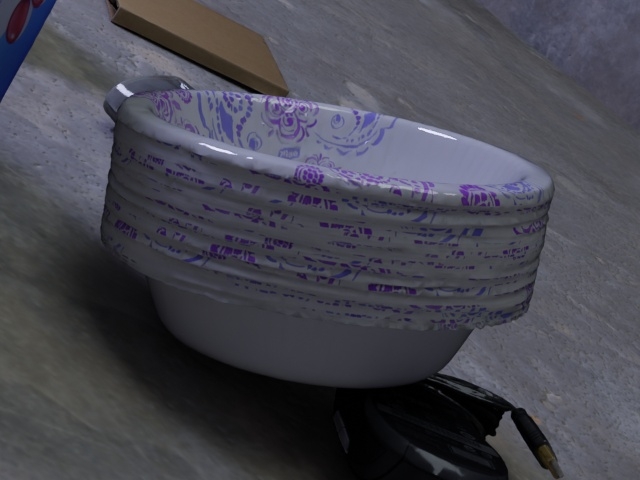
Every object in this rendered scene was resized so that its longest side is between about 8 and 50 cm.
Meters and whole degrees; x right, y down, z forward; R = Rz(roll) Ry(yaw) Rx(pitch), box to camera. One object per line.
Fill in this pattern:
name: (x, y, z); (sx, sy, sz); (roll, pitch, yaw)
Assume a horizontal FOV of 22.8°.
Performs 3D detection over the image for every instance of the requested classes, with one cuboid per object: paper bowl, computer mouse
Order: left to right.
paper bowl: (0.000, 0.000, 1.032); (0.284, 0.148, 0.284); (10, 12, -2)
computer mouse: (0.084, 0.141, 1.047); (0.184, 0.060, 0.262); (23, 9, -17)

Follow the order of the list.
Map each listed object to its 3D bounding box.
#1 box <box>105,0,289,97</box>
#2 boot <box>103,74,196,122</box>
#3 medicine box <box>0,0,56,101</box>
box: (-0.135, -0.222, 1.665); (0.201, 0.021, 0.164); (25, 20, -24)
boot: (-0.057, -0.053, 1.306); (0.208, 0.076, 0.190); (38, 15, 36)
medicine box: (-0.279, -0.196, 0.963); (0.149, 0.263, 0.289); (37, 19, 13)
